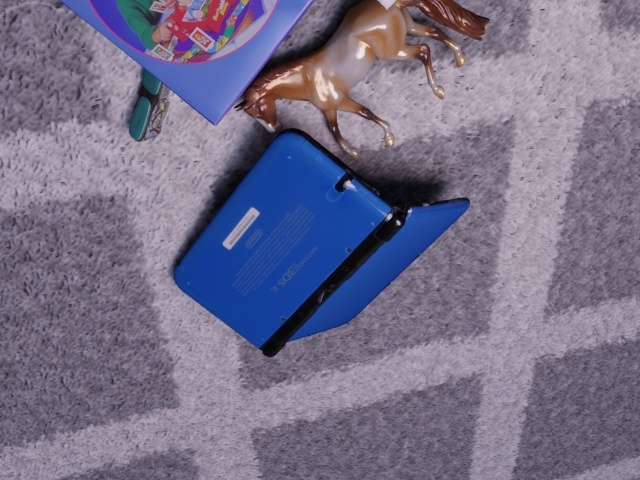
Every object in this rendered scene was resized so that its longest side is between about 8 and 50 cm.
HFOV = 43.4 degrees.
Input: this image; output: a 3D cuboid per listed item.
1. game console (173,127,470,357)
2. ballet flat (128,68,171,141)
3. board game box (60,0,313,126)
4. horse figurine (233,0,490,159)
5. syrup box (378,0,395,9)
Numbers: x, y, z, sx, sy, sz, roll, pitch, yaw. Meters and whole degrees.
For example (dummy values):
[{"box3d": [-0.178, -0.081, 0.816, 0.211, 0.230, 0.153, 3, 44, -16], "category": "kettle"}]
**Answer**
[{"box3d": [0.000, 0.000, 1.032, 0.250, 0.173, 0.293, 38, 124, -6], "category": "game console"}, {"box3d": [-0.175, -0.159, 0.866, 0.041, 0.041, 0.114, 8, 125, -26], "category": "ballet flat"}, {"box3d": [-0.073, -0.308, 0.685, 0.233, 0.078, 0.347, 38, 111, -11], "category": "board game box"}, {"box3d": [0.053, -0.192, 0.892, 0.263, 0.066, 0.174, -39, 124, 23], "category": "horse figurine"}, {"box3d": [0.096, -0.351, 0.761, 0.093, 0.096, 0.237, 29, 115, -33], "category": "syrup box"}]
